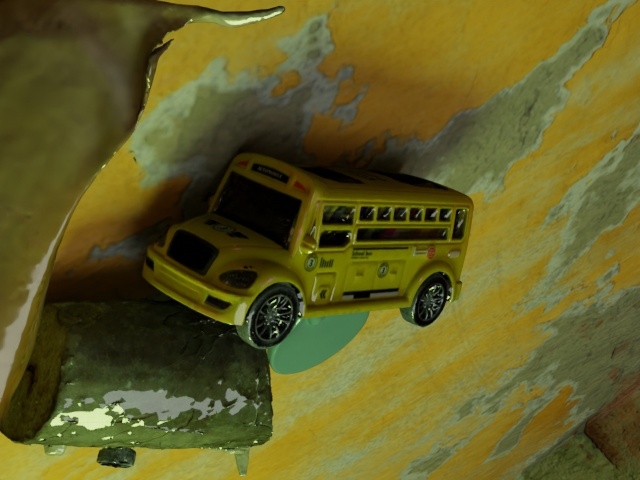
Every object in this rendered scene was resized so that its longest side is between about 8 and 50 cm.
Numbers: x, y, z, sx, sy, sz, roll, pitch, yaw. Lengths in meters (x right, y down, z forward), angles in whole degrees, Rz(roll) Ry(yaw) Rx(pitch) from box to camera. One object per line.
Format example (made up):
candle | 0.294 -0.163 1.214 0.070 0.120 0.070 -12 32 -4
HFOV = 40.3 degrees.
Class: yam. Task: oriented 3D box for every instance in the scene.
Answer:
yam | -0.154 0.123 0.807 0.254 0.154 0.154 9 127 -31

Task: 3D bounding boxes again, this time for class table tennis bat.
table tennis bat | -0.007 0.095 1.062 0.149 0.038 0.237 -31 152 -9

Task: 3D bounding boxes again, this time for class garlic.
garlic | -0.179 -0.050 0.560 0.338 0.196 0.151 -54 160 10

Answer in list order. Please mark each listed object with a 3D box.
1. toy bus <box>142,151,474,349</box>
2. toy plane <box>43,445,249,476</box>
toy bus | 0.000 0.000 0.836 0.331 0.145 0.151 0 109 -47
toy plane | -0.189 0.200 0.922 0.286 0.092 0.108 17 156 -28
